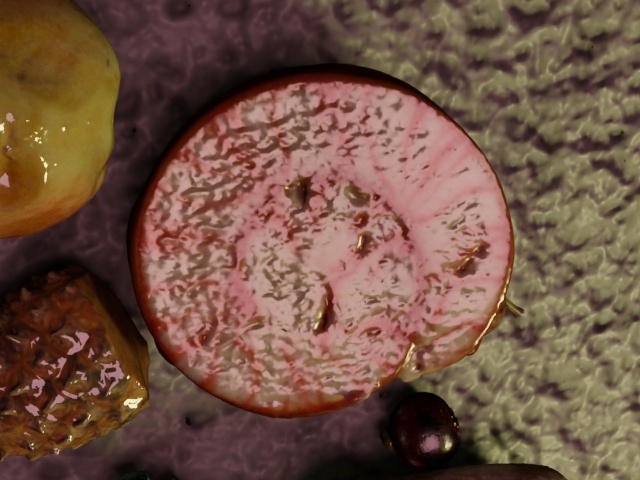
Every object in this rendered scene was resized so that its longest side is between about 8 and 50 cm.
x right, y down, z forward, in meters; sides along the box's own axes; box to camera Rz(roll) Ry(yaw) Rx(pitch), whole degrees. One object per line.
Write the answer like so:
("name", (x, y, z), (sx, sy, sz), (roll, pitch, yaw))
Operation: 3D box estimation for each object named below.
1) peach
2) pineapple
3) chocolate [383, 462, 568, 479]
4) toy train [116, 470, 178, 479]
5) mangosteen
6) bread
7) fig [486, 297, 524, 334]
("peach", (-0.266, -0.102, 0.766), (0.235, 0.214, 0.214), (-6, 117, -51))
("pineapple", (-0.286, 0.139, 0.906), (0.279, 0.158, 0.158), (-28, 117, -2))
("chocolate", (0.116, 0.291, 1.114), (0.303, 0.100, 0.185), (-8, 153, -17))
("toy train", (-0.138, 0.350, 1.035), (0.105, 0.157, 0.253), (-19, 117, -11))
("mangosteen", (0.105, 0.198, 1.101), (0.081, 0.081, 0.081), (-7, 113, -16))
("bread", (-0.003, -0.002, 0.929), (0.328, 0.114, 0.295), (-16, 105, 0))
("fig", (0.157, 0.057, 1.071), (0.125, 0.089, 0.089), (7, 111, -50))
